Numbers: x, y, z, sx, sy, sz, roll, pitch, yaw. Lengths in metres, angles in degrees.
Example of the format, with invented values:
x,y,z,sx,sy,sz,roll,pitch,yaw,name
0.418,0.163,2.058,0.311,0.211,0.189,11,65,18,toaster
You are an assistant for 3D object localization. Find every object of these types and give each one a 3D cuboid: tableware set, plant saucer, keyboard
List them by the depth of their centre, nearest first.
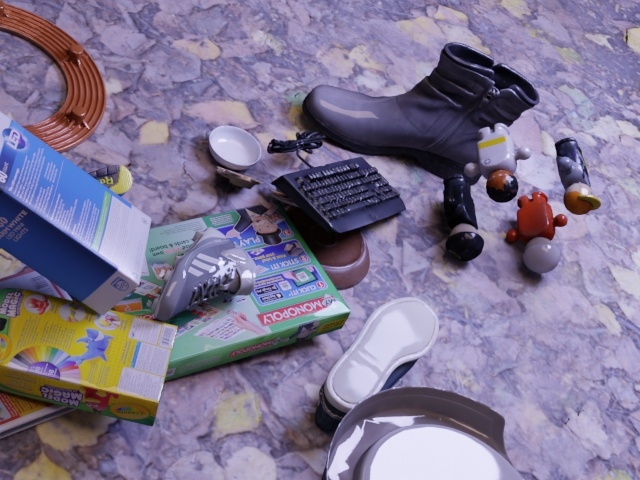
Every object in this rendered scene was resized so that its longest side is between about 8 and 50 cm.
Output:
x,y,z,sx,sy,sz,roll,pitch,yaw,name
-0.081,-0.080,1.980,0.141,0.020,0.168,19,5,-10,tableware set
0.000,0.000,2.006,0.168,0.029,0.168,15,44,-15,plant saucer
0.012,-0.097,2.022,0.201,0.033,0.317,41,20,12,keyboard

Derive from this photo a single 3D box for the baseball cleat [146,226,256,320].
x,y,z,sx,sy,sz,roll,pitch,yaw,name
-0.142,0.049,1.744,0.109,0.072,0.206,26,34,1,baseball cleat

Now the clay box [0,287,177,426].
x,y,z,sx,sy,sz,roll,pitch,yaw,name
-0.294,0.137,1.638,0.222,0.053,0.127,14,43,-4,clay box

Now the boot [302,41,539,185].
x,y,z,sx,sy,sz,roll,pitch,yaw,name
0.159,-0.234,2.178,0.338,0.222,0.118,15,44,-15,boot

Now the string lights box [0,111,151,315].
x,y,z,sx,sy,sz,roll,pitch,yaw,name
-0.331,-0.039,1.632,0.260,0.077,0.133,37,31,-24,string lights box

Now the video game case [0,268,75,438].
x,y,z,sx,sy,sz,roll,pitch,yaw,name
-0.402,0.144,1.643,0.285,0.025,0.204,-19,60,-40,video game case

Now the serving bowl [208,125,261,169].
x,y,z,sx,sy,sz,roll,pitch,yaw,name
-0.133,-0.135,2.065,0.083,0.027,0.083,15,43,-15,serving bowl

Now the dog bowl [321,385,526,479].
x,y,z,sx,sy,sz,roll,pitch,yaw,name
0.150,0.351,1.688,0.349,0.102,0.348,15,44,-15,dog bowl

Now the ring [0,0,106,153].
x,y,z,sx,sy,sz,roll,pitch,yaw,name
-0.474,-0.249,1.987,0.337,0.032,0.336,15,44,-15,ring

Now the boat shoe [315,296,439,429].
x,y,z,sx,sy,sz,roll,pitch,yaw,name
0.076,0.168,1.844,0.095,0.079,0.254,37,44,5,boat shoe

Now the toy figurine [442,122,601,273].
x,y,z,sx,sy,sz,roll,pitch,yaw,name
0.305,-0.059,2.099,0.213,0.209,0.148,12,50,-18,toy figurine

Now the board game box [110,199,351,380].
x,y,z,sx,sy,sz,roll,pitch,yaw,name
-0.144,0.064,1.831,0.317,0.046,0.213,-13,57,-32,board game box

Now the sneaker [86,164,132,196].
x,y,z,sx,sy,sz,roll,pitch,yaw,name
-0.333,-0.070,1.877,0.144,0.059,0.053,-4,81,-12,sneaker
